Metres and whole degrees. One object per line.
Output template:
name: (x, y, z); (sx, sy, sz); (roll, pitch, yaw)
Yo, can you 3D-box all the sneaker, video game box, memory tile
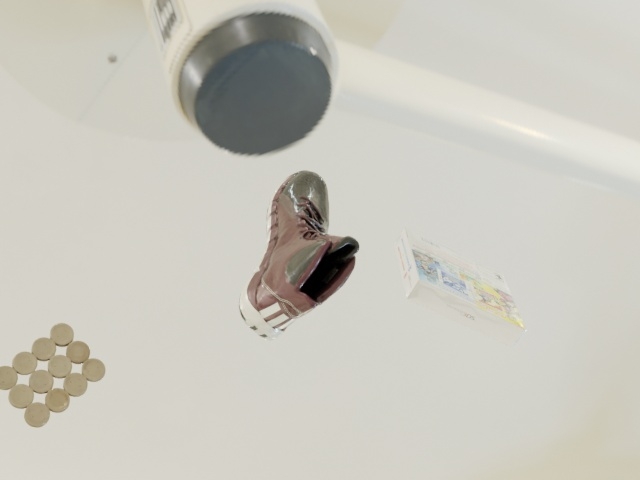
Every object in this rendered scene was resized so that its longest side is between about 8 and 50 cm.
sneaker: (0.000, 0.000, 1.432); (0.106, 0.281, 0.163); (37, -42, -27)
video game box: (0.227, 0.076, 1.753); (0.205, 0.187, 0.048); (25, -69, -14)
memory tile: (-0.405, 0.201, 1.592); (0.148, 0.113, 0.012); (-40, -8, -35)
